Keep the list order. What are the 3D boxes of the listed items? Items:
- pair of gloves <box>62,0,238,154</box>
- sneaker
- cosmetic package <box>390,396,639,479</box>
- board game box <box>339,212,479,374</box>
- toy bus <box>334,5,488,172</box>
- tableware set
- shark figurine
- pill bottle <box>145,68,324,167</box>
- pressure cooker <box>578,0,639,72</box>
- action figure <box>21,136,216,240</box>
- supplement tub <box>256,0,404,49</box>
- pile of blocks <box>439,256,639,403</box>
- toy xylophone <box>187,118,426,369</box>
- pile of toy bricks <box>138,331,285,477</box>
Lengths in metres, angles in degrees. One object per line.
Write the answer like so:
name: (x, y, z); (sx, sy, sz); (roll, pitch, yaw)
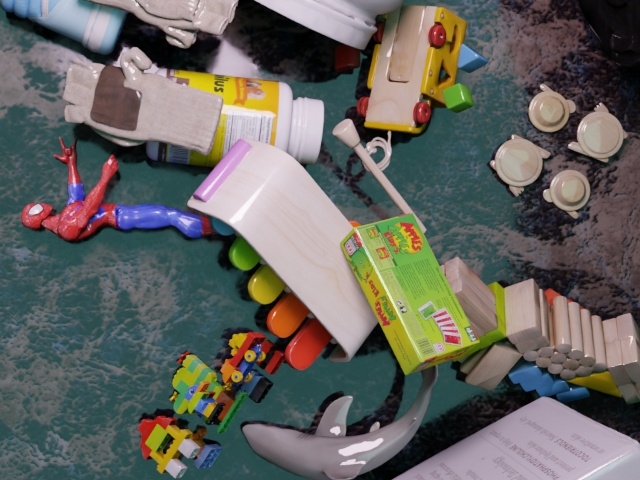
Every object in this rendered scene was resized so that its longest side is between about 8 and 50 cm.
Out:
pair of gloves: (-0.202, -0.229, 1.624); (0.204, 0.042, 0.240); (9, 94, 14)
sneaker: (-0.311, -0.410, 1.689); (0.208, 0.127, 0.319); (16, 85, -8)
cosmetic package: (0.222, 0.439, 1.617); (0.394, 0.327, 0.329); (-29, 98, -7)
board game box: (0.106, 0.062, 1.626); (0.092, 0.043, 0.181); (-15, 70, -34)
toy bus: (0.124, -0.203, 1.749); (0.202, 0.104, 0.191); (-40, 61, 23)
tableware set: (0.318, -0.121, 1.813); (0.141, 0.020, 0.168); (32, 86, -3)
shark figurine: (0.055, 0.253, 1.695); (0.278, 0.116, 0.166); (-28, 98, 12)
pill bottle: (-0.108, -0.148, 1.710); (0.215, 0.117, 0.117); (6, 87, -7)
pressure cooker: (0.549, -0.414, 1.678); (0.421, 0.370, 0.375); (-9, 86, -8)
action figure: (-0.235, -0.066, 1.706); (0.280, 0.091, 0.139); (-4, 95, -8)
supplement tub: (0.038, -0.421, 1.655); (0.235, 0.235, 0.324); (26, 102, -6)
pile of blocks: (0.268, 0.117, 1.770); (0.362, 0.149, 0.112); (22, 43, -15)
toy xylophone: (0.000, 0.000, 1.678); (0.236, 0.081, 0.322); (-44, 117, -24)
pile of toy bricks: (-0.145, 0.186, 1.715); (0.105, 0.118, 0.212); (38, 101, 23)
